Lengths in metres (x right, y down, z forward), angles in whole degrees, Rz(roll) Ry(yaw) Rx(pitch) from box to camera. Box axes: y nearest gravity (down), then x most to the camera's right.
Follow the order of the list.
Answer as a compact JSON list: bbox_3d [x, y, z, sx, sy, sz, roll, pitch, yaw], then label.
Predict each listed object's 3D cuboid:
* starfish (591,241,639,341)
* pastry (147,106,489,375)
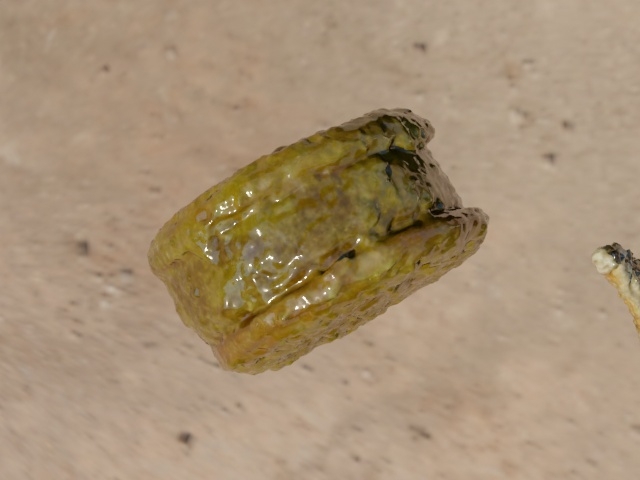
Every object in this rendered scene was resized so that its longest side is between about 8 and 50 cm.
[{"bbox_3d":[0.230,0.083,1.166,0.299,0.060,0.302,-48,117,-41],"label":"starfish"},{"bbox_3d":[0.000,0.000,1.156,0.189,0.189,0.103,-27,83,-13],"label":"pastry"}]
